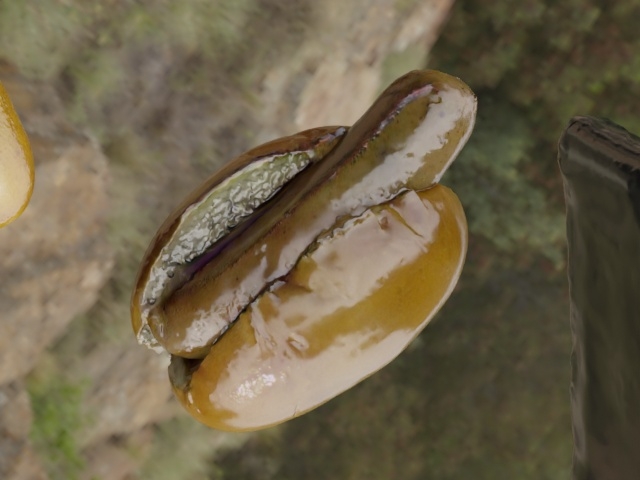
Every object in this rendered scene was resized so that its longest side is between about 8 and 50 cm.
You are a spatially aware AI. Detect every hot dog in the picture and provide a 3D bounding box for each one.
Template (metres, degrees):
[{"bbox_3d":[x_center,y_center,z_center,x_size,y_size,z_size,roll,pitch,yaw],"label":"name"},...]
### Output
[{"bbox_3d":[0.001,0.002,0.591,0.140,0.090,0.060,-29,153,-11],"label":"hot dog"}]

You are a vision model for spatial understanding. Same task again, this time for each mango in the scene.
[{"bbox_3d":[-0.271,-0.085,1.314,0.089,0.165,0.115,-22,-175,-7],"label":"mango"}]

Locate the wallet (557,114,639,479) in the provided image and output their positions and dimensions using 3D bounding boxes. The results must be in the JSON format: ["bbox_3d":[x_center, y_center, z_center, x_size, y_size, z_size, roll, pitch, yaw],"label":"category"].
[{"bbox_3d":[0.136,0.061,0.503,0.030,0.285,0.146,-4,106,-17],"label":"wallet"}]
